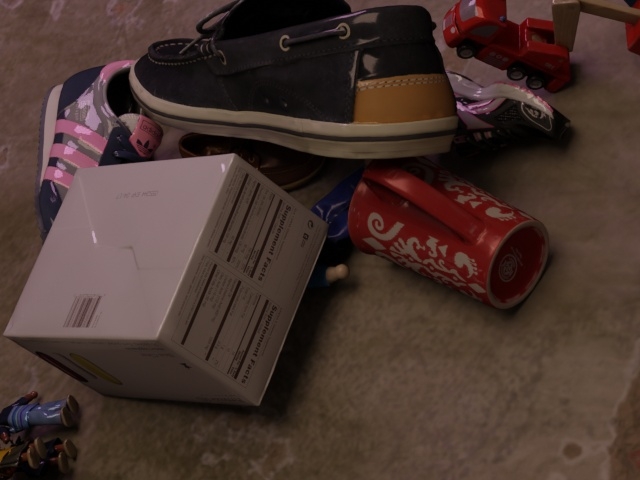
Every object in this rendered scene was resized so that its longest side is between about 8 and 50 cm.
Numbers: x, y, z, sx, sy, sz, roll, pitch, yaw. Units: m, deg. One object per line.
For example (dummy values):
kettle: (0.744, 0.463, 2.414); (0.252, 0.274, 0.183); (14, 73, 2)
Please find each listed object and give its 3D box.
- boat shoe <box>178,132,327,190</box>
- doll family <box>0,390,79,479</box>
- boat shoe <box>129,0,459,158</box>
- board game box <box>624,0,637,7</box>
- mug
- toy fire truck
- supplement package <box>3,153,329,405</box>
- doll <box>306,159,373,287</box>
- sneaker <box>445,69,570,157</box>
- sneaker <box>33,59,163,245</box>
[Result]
boat shoe: (-0.076, -0.091, 1.950); (0.178, 0.060, 0.064); (1, 61, 34)
doll family: (-0.323, 0.221, 1.879); (0.111, 0.076, 0.193); (-13, 16, 22)
boat shoe: (-0.037, -0.181, 1.843); (0.500, 0.187, 0.156); (15, 110, 57)
board game box: (0.407, -0.415, 1.760); (0.302, 0.086, 0.308); (-14, 74, 22)
mug: (0.113, -0.007, 1.720); (0.169, 0.150, 0.113); (29, 108, 37)
toy fire truck: (0.231, -0.206, 1.773); (0.135, 0.192, 0.047); (-40, 39, 45)
supplement package: (-0.156, 0.041, 1.819); (0.262, 0.145, 0.204); (-3, 59, 48)
doll: (0.000, 0.000, 1.849); (0.189, 0.046, 0.129); (-41, 46, 2)
sneaker: (0.169, -0.114, 1.812); (0.178, 0.072, 0.077); (17, 83, 48)
sneaker: (-0.237, -0.076, 2.011); (0.131, 0.112, 0.319); (-25, 51, 21)
